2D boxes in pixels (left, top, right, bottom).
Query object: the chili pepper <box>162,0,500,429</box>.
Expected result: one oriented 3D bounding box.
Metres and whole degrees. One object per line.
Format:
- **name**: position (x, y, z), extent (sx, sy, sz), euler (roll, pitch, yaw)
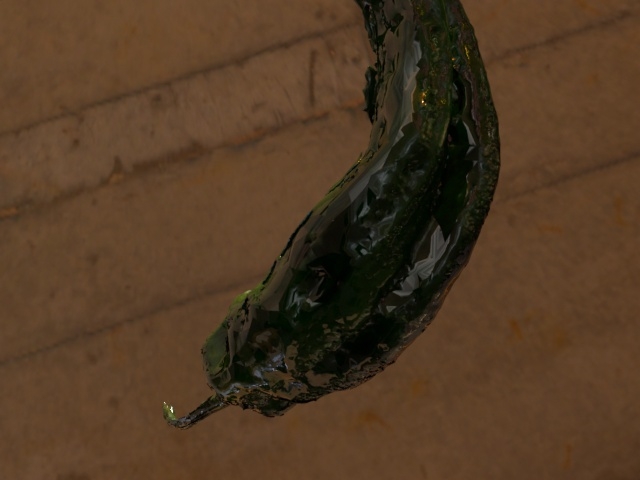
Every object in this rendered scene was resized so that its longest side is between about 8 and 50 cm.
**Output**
- **chili pepper**: position (0.000, 0.000, 0.529), extent (0.065, 0.122, 0.279), euler (8, -65, -47)
